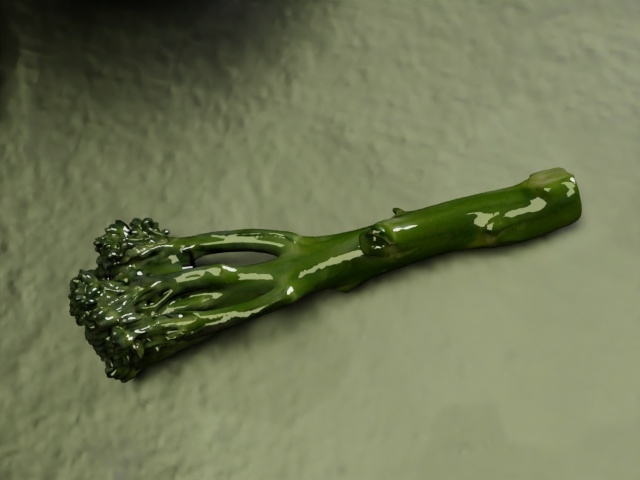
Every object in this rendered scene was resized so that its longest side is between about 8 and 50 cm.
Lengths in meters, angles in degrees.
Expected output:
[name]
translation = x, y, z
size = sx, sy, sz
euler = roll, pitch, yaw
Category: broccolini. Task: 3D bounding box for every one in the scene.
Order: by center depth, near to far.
[broccolini]
translation = 0.000, 0.001, 0.663
size = 0.216, 0.058, 0.067
euler = -18, 112, -2
